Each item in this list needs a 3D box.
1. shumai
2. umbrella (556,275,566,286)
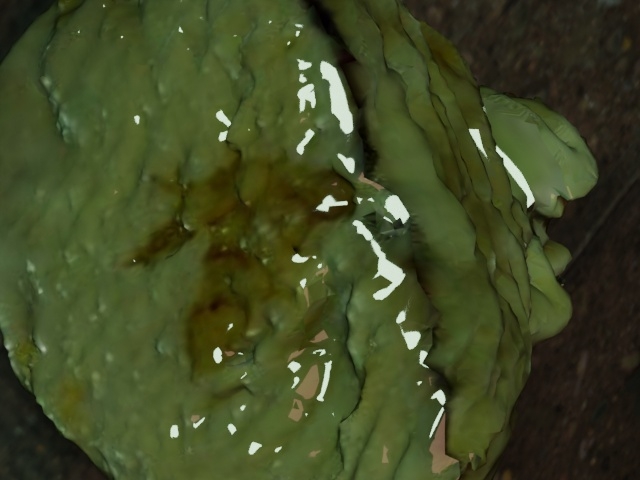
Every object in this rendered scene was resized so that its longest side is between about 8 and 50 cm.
[{"bbox_3d":[-0.001,0.000,0.747,0.218,0.189,0.256,-10,84,-60],"label":"shumai"},{"bbox_3d":[0.106,0.043,0.952,0.031,0.020,0.083,8,105,-84],"label":"umbrella"}]
